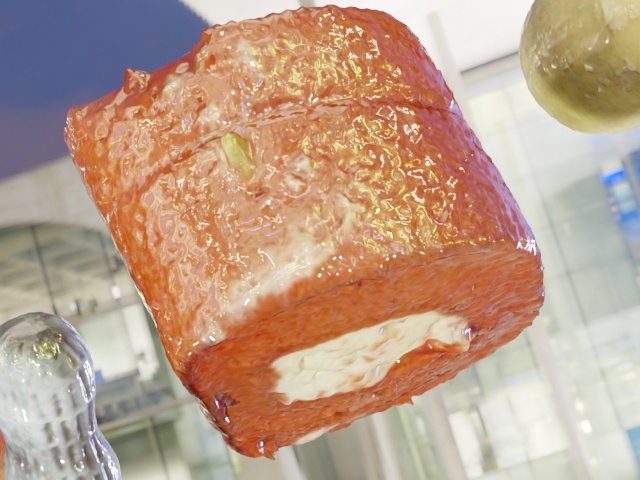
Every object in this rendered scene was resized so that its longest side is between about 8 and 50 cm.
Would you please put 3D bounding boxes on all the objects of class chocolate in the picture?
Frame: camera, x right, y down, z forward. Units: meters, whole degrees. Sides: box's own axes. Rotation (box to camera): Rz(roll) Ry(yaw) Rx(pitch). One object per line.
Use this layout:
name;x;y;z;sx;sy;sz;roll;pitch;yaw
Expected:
chocolate;-0.162;0.118;0.890;0.072;0.167;0.072;-6;29;4

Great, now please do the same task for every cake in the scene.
cake;0.000;0.000;0.705;0.177;0.151;0.283;-27;-21;-4

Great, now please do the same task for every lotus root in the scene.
lotus root;0.275;-0.187;1.437;0.151;0.169;0.342;-30;-4;-16

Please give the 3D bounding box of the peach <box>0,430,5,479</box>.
peach;-0.336;0.234;1.142;0.232;0.232;0.257;-22;28;21
